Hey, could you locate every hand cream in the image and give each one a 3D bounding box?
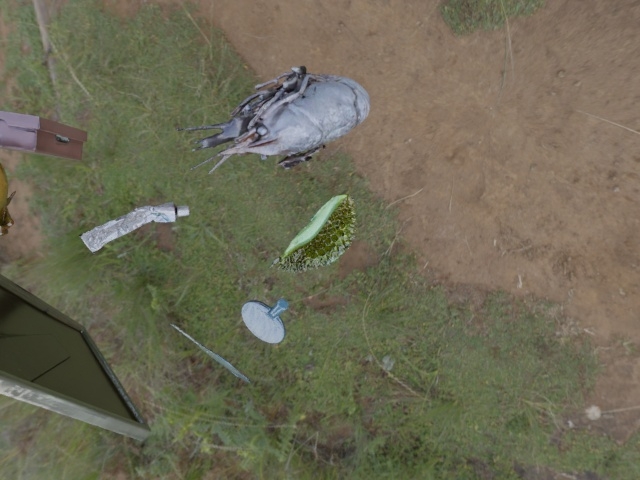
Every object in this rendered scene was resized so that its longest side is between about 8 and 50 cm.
[{"bbox_3d":[-0.453,-0.043,1.047,0.050,0.257,0.084,58,157,22],"label":"hand cream"}]

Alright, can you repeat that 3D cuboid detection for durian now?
[{"bbox_3d":[0.006,0.008,0.878,0.220,0.137,0.095,-39,67,12],"label":"durian"}]

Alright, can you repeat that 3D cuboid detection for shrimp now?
[{"bbox_3d":[-0.062,-0.190,0.645,0.145,0.343,0.116,49,146,18],"label":"shrimp"}]

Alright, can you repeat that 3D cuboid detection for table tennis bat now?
[{"bbox_3d":[-0.100,0.146,0.785,0.100,0.019,0.155,45,139,2],"label":"table tennis bat"}]

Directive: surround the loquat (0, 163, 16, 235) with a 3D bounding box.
[{"bbox_3d":[-0.766,-0.084,0.840,0.274,0.275,0.275,7,109,20],"label":"loquat"}]

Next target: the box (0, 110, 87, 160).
[{"bbox_3d":[-0.759,-0.270,1.078,0.215,0.215,0.086,9,95,-2],"label":"box"}]

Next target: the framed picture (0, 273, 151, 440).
[{"bbox_3d":[-0.348,0.134,0.534,0.240,0.020,0.324,41,160,26],"label":"framed picture"}]

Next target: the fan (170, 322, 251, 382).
[{"bbox_3d":[-0.191,0.198,0.737,0.175,0.005,0.113,41,155,-12],"label":"fan"}]
